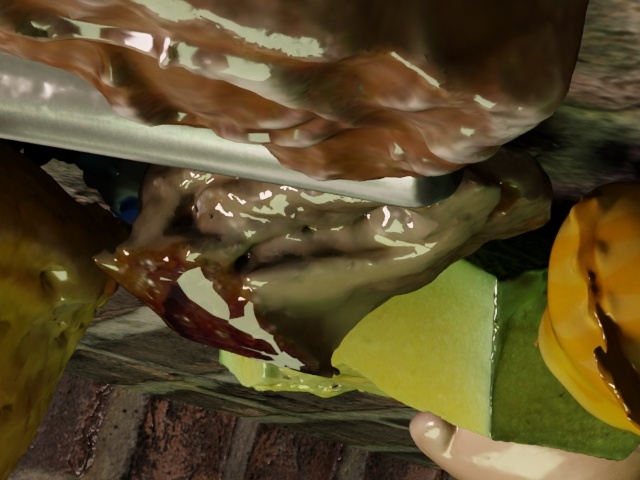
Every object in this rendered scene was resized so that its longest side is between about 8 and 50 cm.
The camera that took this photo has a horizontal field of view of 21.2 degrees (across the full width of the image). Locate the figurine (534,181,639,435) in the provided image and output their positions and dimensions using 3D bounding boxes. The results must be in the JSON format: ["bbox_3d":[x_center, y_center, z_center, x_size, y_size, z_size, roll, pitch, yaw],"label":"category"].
[{"bbox_3d":[0.192,0.040,0.833,0.156,0.131,0.246,-27,159,37],"label":"figurine"}]

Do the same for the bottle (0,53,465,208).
[{"bbox_3d":[-0.065,-0.072,0.665,0.254,0.079,0.096,10,-158,12],"label":"bottle"}]

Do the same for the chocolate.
[{"bbox_3d":[-0.038,-0.086,0.503,0.214,0.093,0.148,17,167,-17],"label":"chocolate"}]

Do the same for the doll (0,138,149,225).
[{"bbox_3d":[-0.078,-0.031,0.918,0.195,0.070,0.096,20,-171,14],"label":"doll"}]

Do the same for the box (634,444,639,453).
[{"bbox_3d":[0.231,0.102,1.160,0.200,0.088,0.146,19,172,-31],"label":"box"}]

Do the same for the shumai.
[{"bbox_3d":[0.000,0.000,0.773,0.201,0.120,0.201,12,180,0],"label":"shumai"}]

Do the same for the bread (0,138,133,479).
[{"bbox_3d":[-0.280,-0.002,0.819,0.398,0.215,0.398,24,174,3],"label":"bread"}]

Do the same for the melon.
[{"bbox_3d":[0.051,0.047,1.013,0.196,0.124,0.323,25,169,-39],"label":"melon"}]

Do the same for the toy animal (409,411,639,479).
[{"bbox_3d":[0.235,0.235,1.425,0.277,0.247,0.345,6,167,25],"label":"toy animal"}]
